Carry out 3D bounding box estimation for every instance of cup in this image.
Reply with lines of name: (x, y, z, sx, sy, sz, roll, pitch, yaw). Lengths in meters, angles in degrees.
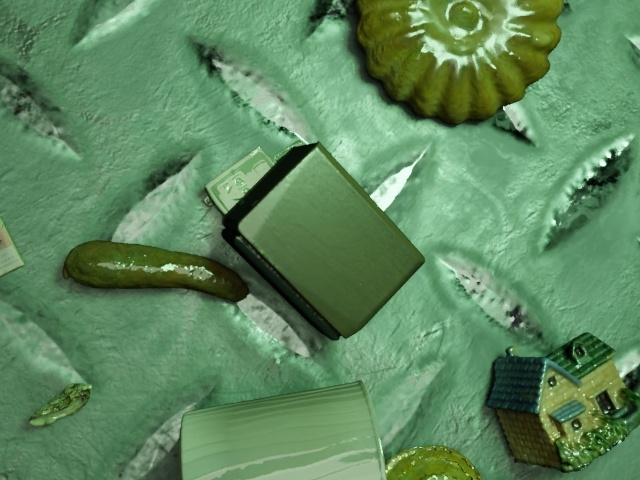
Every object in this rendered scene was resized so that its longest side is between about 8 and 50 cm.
cup: (-0.047, 0.352, 1.001, 0.273, 0.208, 0.288, -5, 110, -7)

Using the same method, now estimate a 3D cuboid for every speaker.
speaker: (0.000, 0.000, 1.028, 0.192, 0.153, 0.231, -46, 105, -9)

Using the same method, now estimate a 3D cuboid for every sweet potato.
sweet potato: (-0.239, 0.044, 1.062, 0.274, 0.075, 0.075, 7, 85, -11)

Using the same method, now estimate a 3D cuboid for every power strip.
power strip: (-0.097, -0.098, 1.101, 0.175, 0.042, 0.075, -38, 89, -8)

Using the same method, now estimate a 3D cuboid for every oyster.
oyster: (-0.376, 0.229, 1.030, 0.083, 0.080, 0.038, -9, 60, -39)

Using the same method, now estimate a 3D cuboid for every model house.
model house: (0.362, 0.224, 1.076, 0.183, 0.166, 0.172, -22, 85, -20)

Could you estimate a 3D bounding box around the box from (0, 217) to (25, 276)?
box: (-0.479, 0.009, 1.061, 0.046, 0.012, 0.083, -28, 91, -7)

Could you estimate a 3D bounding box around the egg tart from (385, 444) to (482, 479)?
egg tart: (0.167, 0.401, 1.079, 0.191, 0.074, 0.191, 1, 83, -8)

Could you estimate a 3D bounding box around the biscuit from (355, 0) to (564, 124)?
biscuit: (0.217, -0.340, 1.098, 0.326, 0.107, 0.325, -1, 101, -3)
